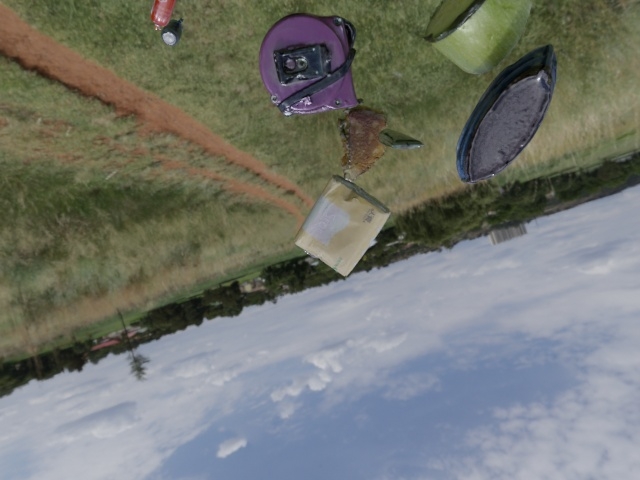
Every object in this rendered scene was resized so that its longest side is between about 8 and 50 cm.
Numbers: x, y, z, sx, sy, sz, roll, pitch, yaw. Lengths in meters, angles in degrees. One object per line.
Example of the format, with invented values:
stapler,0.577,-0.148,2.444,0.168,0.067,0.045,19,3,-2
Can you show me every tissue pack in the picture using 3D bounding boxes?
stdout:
tissue pack,0.056,-0.042,1.109,0.222,0.186,0.090,-57,175,23

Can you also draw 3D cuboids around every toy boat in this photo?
toy boat,0.368,-0.240,0.847,0.142,0.129,0.309,-62,176,-52

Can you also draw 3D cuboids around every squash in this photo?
squash,0.330,-0.478,0.863,0.133,0.220,0.220,22,160,-21

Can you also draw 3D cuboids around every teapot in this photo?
teapot,-0.411,-0.586,1.162,0.049,0.083,0.063,11,137,-15

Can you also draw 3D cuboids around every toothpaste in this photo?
toothpaste,0.128,-0.174,0.725,0.049,0.031,0.204,-1,-162,-2

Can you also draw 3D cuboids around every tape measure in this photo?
tape measure,-0.025,-0.425,1.012,0.245,0.231,0.149,-12,-153,6

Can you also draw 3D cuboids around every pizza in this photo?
pizza,0.121,-0.290,1.235,0.147,0.226,0.069,-13,-150,-13

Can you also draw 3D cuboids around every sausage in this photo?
sausage,-0.321,-0.506,0.867,0.145,0.050,0.048,-51,-160,34

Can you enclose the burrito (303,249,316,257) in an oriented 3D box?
burrito,0.000,0.000,1.676,0.144,0.089,0.229,-23,-158,13
